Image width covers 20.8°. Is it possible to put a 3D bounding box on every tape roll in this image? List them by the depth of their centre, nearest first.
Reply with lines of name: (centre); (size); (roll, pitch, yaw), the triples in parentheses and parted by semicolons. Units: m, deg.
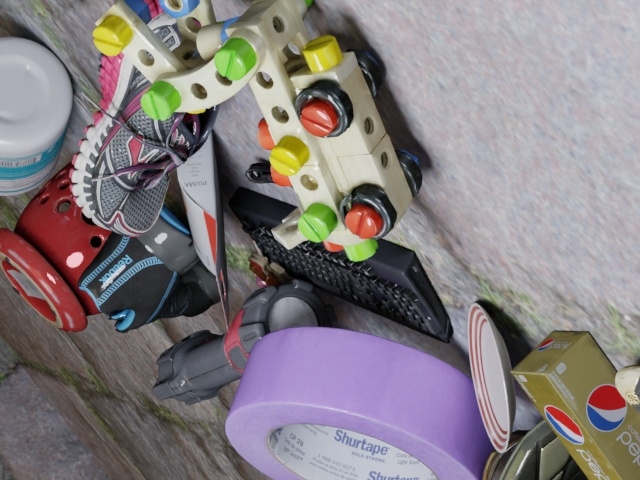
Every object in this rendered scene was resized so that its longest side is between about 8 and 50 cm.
tape roll: (0.045, 0.193, 1.783); (0.275, 0.090, 0.275); (14, 153, 7)

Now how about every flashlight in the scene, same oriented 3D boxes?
flashlight: (-0.089, 0.119, 1.969); (0.103, 0.103, 0.304); (15, 162, -22)

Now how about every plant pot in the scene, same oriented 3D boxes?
plant pot: (-0.312, 0.014, 2.260); (0.191, 0.174, 0.191); (41, 161, 17)

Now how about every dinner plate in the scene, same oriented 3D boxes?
dinner plate: (0.160, 0.126, 1.612); (0.141, 0.017, 0.141); (172, 90, -82)

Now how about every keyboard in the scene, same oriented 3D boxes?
keyboard: (0.000, 0.000, 1.778); (0.317, 0.033, 0.201); (20, 146, 52)

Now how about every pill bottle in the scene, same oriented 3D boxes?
pill bottle: (-0.389, -0.143, 2.162); (0.146, 0.146, 0.264); (48, 160, 2)

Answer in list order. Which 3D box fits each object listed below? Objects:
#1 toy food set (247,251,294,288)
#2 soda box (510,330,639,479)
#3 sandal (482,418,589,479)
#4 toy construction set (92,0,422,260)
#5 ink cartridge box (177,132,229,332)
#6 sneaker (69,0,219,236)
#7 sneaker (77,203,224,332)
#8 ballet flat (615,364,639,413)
toy food set: (-0.051, 0.049, 1.946); (0.078, 0.019, 0.122); (31, 168, 33)
soda box: (0.248, 0.166, 1.518); (0.181, 0.058, 0.061); (53, 160, -13)
sandal: (0.197, 0.236, 1.689); (0.086, 0.120, 0.302); (56, 165, 23)
toy construction set: (-0.033, -0.091, 1.495); (0.215, 0.151, 0.327); (-3, 139, 35)
ink cartridge box: (-0.126, -0.010, 1.856); (0.145, 0.045, 0.179); (85, -177, -59)
sneaker: (-0.168, -0.103, 1.729); (0.112, 0.121, 0.299); (37, 141, 16)
sneaker: (-0.209, 0.041, 2.084); (0.125, 0.140, 0.341); (46, 175, 13)
ballet flat: (0.303, 0.156, 1.396); (0.173, 0.049, 0.057); (37, 157, 30)
